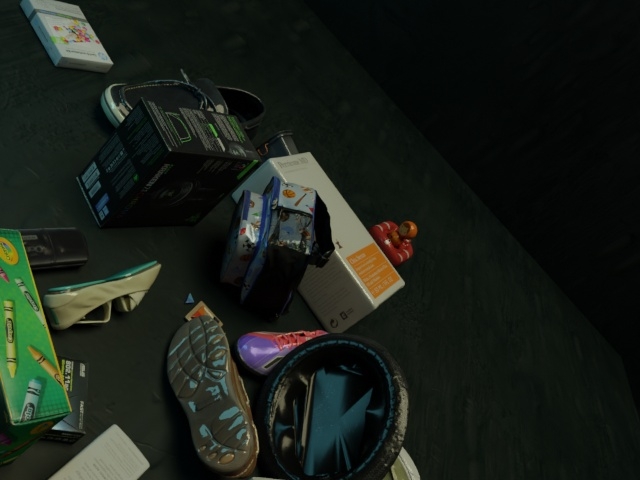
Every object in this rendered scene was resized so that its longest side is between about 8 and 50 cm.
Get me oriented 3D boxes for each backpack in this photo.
[{"bbox_3d":[-0.103,-0.003,1.368,0.213,0.276,0.263,24,47,-12],"label":"backpack"}]

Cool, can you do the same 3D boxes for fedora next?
[{"bbox_3d":[0.030,0.356,1.206,0.152,0.334,0.334,70,5,-52],"label":"fedora"}]

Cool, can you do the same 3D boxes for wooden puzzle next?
[{"bbox_3d":[-0.233,0.162,1.248,0.116,0.014,0.078,45,29,-11],"label":"wooden puzzle"}]

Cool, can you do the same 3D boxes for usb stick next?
[{"bbox_3d":[-0.503,0.017,0.997,0.278,0.045,0.077,-5,68,-57],"label":"usb stick"}]

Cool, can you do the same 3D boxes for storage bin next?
[{"bbox_3d":[-0.126,-0.238,1.740,0.091,0.135,0.098,60,28,2],"label":"storage bin"}]

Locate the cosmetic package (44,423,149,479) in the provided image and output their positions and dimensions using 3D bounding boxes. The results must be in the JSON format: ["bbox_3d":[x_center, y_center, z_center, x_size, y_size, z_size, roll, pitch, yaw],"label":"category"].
[{"bbox_3d":[-0.338,0.347,0.782,0.085,0.117,0.231,49,30,-1],"label":"cosmetic package"}]

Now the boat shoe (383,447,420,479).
[{"bbox_3d":[0.157,0.550,1.271,0.094,0.109,0.302,10,52,-48],"label":"boat shoe"}]

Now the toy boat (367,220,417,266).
[{"bbox_3d":[0.245,-0.007,1.981,0.151,0.151,0.231,55,29,8],"label":"toy boat"}]

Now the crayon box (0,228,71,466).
[{"bbox_3d":[-0.441,0.142,0.818,0.081,0.165,0.278,4,53,-53],"label":"crayon box"}]

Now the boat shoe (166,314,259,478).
[{"bbox_3d":[-0.190,0.278,1.098,0.116,0.123,0.324,70,-3,-48],"label":"boat shoe"}]

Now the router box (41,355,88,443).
[{"bbox_3d":[-0.396,0.231,0.910,0.092,0.038,0.122,25,38,-40],"label":"router box"}]

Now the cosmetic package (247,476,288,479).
[{"bbox_3d":[-0.093,0.504,0.944,0.107,0.127,0.238,24,41,-41],"label":"cosmetic package"}]

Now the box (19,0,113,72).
[{"bbox_3d":[-0.593,-0.482,1.443,0.186,0.038,0.145,59,30,11],"label":"box"}]

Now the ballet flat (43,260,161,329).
[{"bbox_3d":[-0.369,0.098,1.077,0.086,0.086,0.248,56,31,9],"label":"ballet flat"}]

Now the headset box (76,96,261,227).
[{"bbox_3d":[-0.299,-0.147,1.268,0.283,0.246,0.131,-4,59,-58],"label":"headset box"}]

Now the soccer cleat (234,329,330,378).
[{"bbox_3d":[-0.046,0.232,1.328,0.318,0.116,0.109,17,44,-46],"label":"soccer cleat"}]

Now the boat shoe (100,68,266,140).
[{"bbox_3d":[-0.321,-0.330,1.541,0.500,0.156,0.187,-6,64,-56],"label":"boat shoe"}]

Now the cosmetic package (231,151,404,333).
[{"bbox_3d":[0.000,0.000,1.615,0.453,0.161,0.230,54,29,6],"label":"cosmetic package"}]
